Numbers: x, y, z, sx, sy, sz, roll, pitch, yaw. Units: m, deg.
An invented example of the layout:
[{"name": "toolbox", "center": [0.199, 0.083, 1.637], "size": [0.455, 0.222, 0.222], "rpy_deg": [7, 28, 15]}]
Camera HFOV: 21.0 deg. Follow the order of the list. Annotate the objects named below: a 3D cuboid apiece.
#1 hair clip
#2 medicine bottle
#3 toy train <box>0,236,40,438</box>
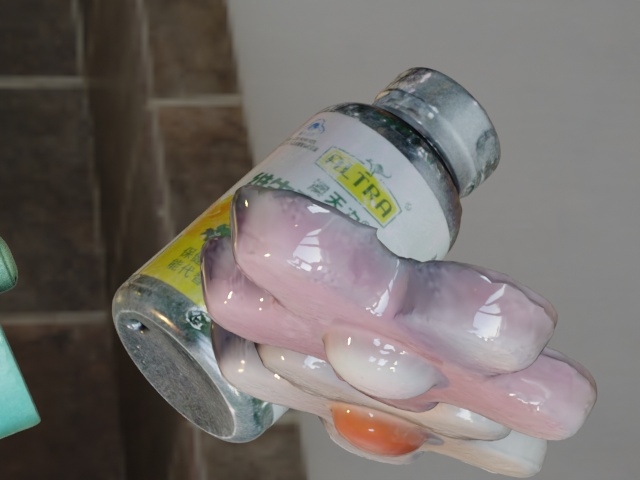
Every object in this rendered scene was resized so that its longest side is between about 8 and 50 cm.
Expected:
[{"name": "hair clip", "center": [0.026, 0.038, 0.627], "size": [0.075, 0.146, 0.257], "rpy_deg": [-62, -5, -7]}, {"name": "medicine bottle", "center": [0.000, 0.000, 1.223], "size": [0.141, 0.293, 0.141], "rpy_deg": [37, 154, 22]}, {"name": "toy train", "center": [-0.284, 0.088, 1.009], "size": [0.101, 0.248, 0.159], "rpy_deg": [103, 144, -74]}]
